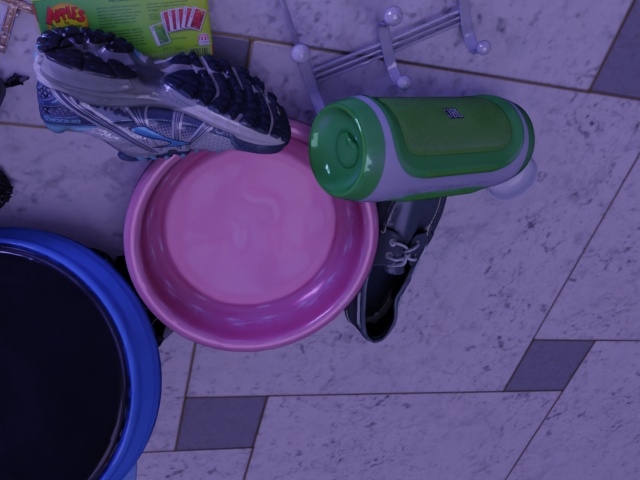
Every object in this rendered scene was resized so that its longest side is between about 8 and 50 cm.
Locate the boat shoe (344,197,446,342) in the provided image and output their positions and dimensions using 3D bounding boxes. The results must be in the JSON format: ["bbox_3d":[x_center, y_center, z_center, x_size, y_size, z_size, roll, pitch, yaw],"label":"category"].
[{"bbox_3d":[0.121,0.020,1.016,0.116,0.099,0.319,8,124,-22],"label":"boat shoe"}]

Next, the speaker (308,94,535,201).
[{"bbox_3d":[0.134,-0.120,0.843,0.296,0.131,0.131,-9,132,-36],"label":"speaker"}]

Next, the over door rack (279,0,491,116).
[{"bbox_3d":[0.056,-0.303,0.741,0.239,0.108,0.324,-22,130,0],"label":"over door rack"}]

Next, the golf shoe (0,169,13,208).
[{"bbox_3d":[-0.481,-0.041,0.817,0.198,0.094,0.077,-27,114,-25],"label":"golf shoe"}]

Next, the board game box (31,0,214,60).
[{"bbox_3d":[-0.215,-0.238,0.752,0.181,0.043,0.092,-9,129,-10],"label":"board game box"}]

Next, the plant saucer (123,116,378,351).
[{"bbox_3d":[-0.091,-0.011,0.903,0.332,0.084,0.332,-4,113,-11],"label":"plant saucer"}]

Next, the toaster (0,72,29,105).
[{"bbox_3d":[-0.444,-0.155,0.706,0.185,0.110,0.168,-35,129,11],"label":"toaster"}]

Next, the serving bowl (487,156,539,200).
[{"bbox_3d":[0.286,-0.101,1.016,0.083,0.027,0.083,-8,128,-10],"label":"serving bowl"}]

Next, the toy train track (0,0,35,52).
[{"bbox_3d":[-0.339,-0.241,0.732,0.048,0.014,0.083,17,121,-27],"label":"toy train track"}]

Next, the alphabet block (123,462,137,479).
[{"bbox_3d":[-0.384,0.324,1.041,0.192,0.197,0.193,4,125,-18],"label":"alphabet block"}]

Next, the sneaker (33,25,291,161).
[{"bbox_3d":[-0.174,-0.144,0.758,0.283,0.110,0.122,14,134,-17],"label":"sneaker"}]

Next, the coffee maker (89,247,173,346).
[{"bbox_3d":[-0.301,0.115,0.972,0.171,0.120,0.178,39,110,-8],"label":"coffee maker"}]

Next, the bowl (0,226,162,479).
[{"bbox_3d":[-0.402,0.177,0.849,0.391,0.077,0.391,0,90,3],"label":"bowl"}]
